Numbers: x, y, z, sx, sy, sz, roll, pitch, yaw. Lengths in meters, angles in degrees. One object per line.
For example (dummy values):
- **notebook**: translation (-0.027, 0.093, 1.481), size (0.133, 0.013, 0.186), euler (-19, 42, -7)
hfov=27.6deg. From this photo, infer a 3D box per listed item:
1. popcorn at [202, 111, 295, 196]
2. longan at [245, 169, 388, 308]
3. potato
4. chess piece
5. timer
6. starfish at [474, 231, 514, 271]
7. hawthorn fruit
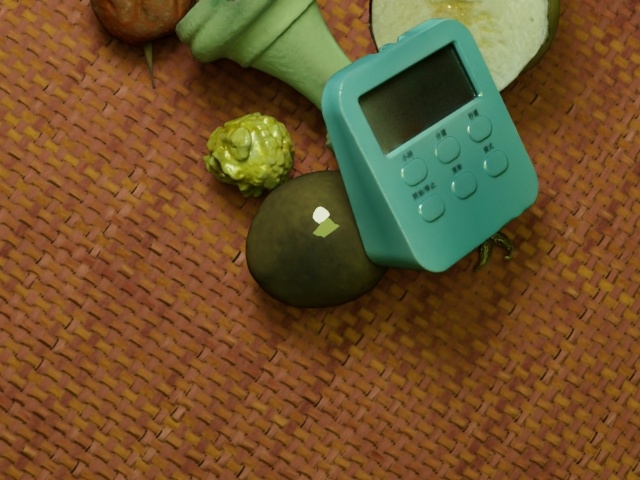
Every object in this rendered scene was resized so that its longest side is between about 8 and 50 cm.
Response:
- **popcorn**: translation (-0.086, -0.102, 1.621), size (0.121, 0.116, 0.106), euler (-12, 116, 30)
- **longan**: translation (0.000, 0.000, 1.589), size (0.187, 0.167, 0.167), euler (-27, 82, 14)
- **potato**: translation (0.193, -0.326, 1.638), size (0.247, 0.196, 0.299), euler (10, 117, 23)
- **chess piece**: translation (-0.010, -0.217, 1.592), size (0.299, 0.194, 0.194), euler (45, 81, -8)
- **timer**: translation (0.129, -0.114, 1.518), size (0.232, 0.091, 0.250), euler (-35, 114, -32)
- **starfish**: translation (0.209, -0.003, 1.660), size (0.078, 0.028, 0.091), euler (10, 83, 5)
- **hawthorn fruit**: translation (-0.222, -0.307, 1.632), size (0.149, 0.149, 0.189), euler (0, 76, -3)
